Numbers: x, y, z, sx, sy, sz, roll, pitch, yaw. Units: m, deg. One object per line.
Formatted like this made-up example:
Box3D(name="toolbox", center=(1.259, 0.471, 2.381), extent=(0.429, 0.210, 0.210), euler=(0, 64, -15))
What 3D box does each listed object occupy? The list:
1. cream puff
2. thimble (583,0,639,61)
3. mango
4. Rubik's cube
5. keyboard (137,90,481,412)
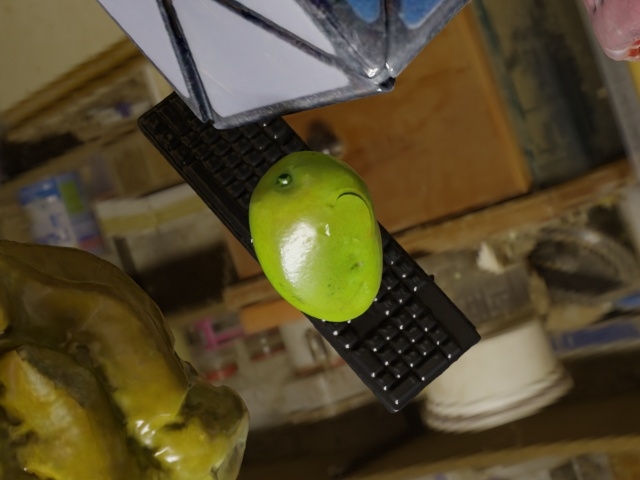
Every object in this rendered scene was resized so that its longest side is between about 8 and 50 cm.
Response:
Box3D(name="cream puff", center=(-0.223, 0.136, 0.960), extent=(0.291, 0.257, 0.324), euler=(-37, -172, -13))
Box3D(name="thimble", center=(0.246, -0.199, 0.873), extent=(0.163, 0.125, 0.189), euler=(-10, 170, -39))
Box3D(name="mango", center=(0.000, 0.000, 0.790), extent=(0.073, 0.108, 0.056), euler=(-28, -153, -3))
Box3D(name="Rubik's cube", center=(-0.017, -0.237, 0.795), extent=(0.259, 0.260, 0.255), euler=(-43, -165, -18))
Box3D(name="keyboard", center=(-0.009, -0.011, 1.086), extent=(0.101, 0.310, 0.018), euler=(-39, 169, -14))
